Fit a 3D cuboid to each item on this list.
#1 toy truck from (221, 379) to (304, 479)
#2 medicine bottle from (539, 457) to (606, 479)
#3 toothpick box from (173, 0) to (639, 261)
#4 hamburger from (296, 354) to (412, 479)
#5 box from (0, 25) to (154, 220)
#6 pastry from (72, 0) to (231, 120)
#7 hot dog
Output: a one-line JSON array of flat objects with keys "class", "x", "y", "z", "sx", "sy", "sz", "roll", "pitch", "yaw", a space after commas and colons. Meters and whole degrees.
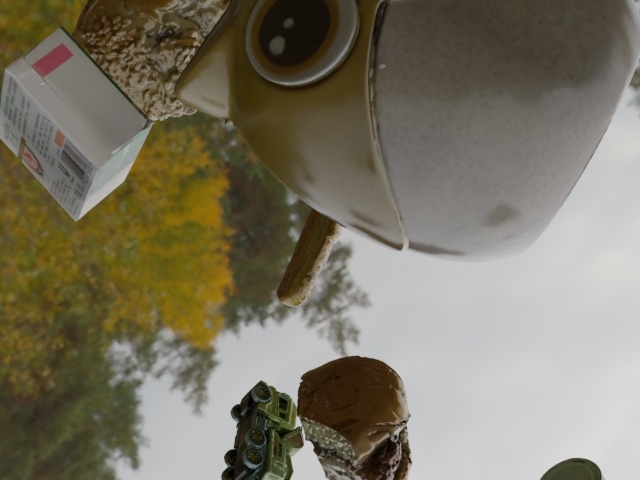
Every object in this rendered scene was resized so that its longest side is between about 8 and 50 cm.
[{"class": "toy truck", "x": -0.085, "y": 0.329, "z": 1.821, "sx": 0.085, "sy": 0.116, "sz": 0.191, "roll": -47, "pitch": -156, "yaw": 36}, {"class": "medicine bottle", "x": 0.304, "y": 0.323, "z": 1.171, "sx": 0.074, "sy": 0.218, "sz": 0.074, "roll": -29, "pitch": -154, "yaw": 16}, {"class": "toothpick box", "x": 0.099, "y": -0.204, "z": 1.245, "sx": 0.409, "sy": 0.425, "sz": 0.409, "roll": -63, "pitch": 178, "yaw": -4}, {"class": "hamburger", "x": 0.056, "y": 0.281, "z": 1.708, "sx": 0.282, "sy": 0.155, "sz": 0.245, "roll": -3, "pitch": -149, "yaw": 49}, {"class": "box", "x": -0.260, "y": -0.115, "z": 1.170, "sx": 0.081, "sy": 0.135, "sz": 0.199, "roll": -43, "pitch": -177, "yaw": -25}, {"class": "pastry", "x": -0.245, "y": -0.335, "z": 1.827, "sx": 0.311, "sy": 0.255, "sz": 0.162, "roll": -52, "pitch": -157, "yaw": -10}, {"class": "hot dog", "x": 0.000, "y": 0.000, "z": 1.679, "sx": 0.066, "sy": 0.047, "sz": 0.215, "roll": 8, "pitch": -106, "yaw": 59}]
